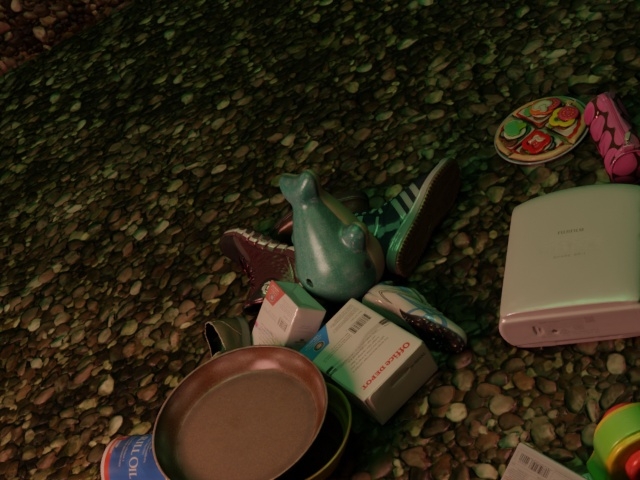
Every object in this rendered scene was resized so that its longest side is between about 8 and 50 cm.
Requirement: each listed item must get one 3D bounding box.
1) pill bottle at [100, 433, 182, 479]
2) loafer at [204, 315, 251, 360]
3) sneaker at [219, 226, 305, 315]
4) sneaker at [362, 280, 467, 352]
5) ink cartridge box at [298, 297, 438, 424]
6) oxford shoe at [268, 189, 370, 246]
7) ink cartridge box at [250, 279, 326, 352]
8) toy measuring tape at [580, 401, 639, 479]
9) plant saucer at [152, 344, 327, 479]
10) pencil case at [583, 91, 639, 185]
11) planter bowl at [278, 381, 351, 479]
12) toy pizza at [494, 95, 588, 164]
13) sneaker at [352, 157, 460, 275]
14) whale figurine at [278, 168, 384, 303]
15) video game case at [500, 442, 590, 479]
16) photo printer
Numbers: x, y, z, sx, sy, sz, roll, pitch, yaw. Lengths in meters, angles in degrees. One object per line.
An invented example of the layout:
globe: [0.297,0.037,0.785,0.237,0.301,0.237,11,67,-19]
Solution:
pill bottle: [-0.266,0.401,1.904,0.221,0.124,0.124,-10,43,25]
loafer: [-0.176,0.251,1.990,0.094,0.087,0.251,-52,36,41]
sneaker: [-0.136,0.073,2.190,0.281,0.106,0.162,14,60,41]
sneaker: [0.176,0.129,1.937,0.086,0.085,0.237,-41,42,-23]
ink cartridge box: [0.083,0.212,1.904,0.148,0.086,0.203,-43,40,-14]
oxford shoe: [-0.005,-0.028,2.228,0.227,0.083,0.096,-22,44,14]
ink cartridge box: [-0.073,0.188,2.005,0.115,0.067,0.198,43,116,51]
toy measuring tape: [0.398,0.319,1.557,0.330,0.121,0.121,-27,38,6]
plant saucer: [-0.130,0.307,1.806,0.311,0.050,0.310,-13,42,12]
pencil case: [0.557,-0.196,2.020,0.095,0.098,0.209,-23,38,11]
planter bowl: [-0.030,0.351,1.826,0.217,0.090,0.217,-19,39,16]
toy pizza: [0.447,-0.231,2.183,0.201,0.032,0.201,-19,40,16]
sneaker: [0.160,-0.060,2.138,0.153,0.099,0.282,10,57,38]
whale figurine: [0.000,0.000,2.015,0.141,0.272,0.216,-42,23,-30]
video game case: [0.316,0.407,1.521,0.201,0.023,0.183,24,86,52]
photo printer: [0.443,0.030,1.843,0.256,0.107,0.307,-9,44,27]
